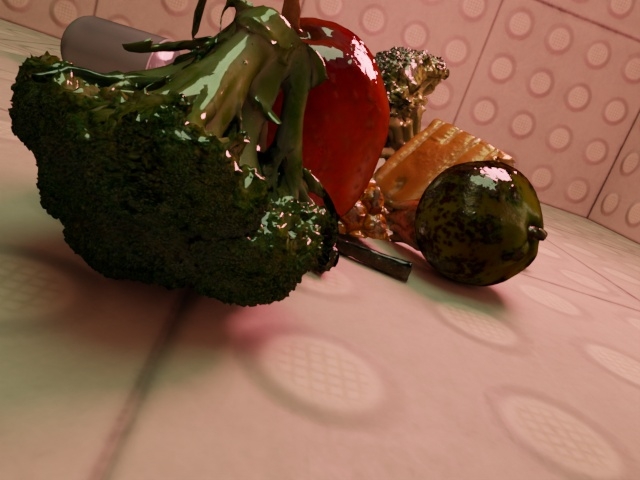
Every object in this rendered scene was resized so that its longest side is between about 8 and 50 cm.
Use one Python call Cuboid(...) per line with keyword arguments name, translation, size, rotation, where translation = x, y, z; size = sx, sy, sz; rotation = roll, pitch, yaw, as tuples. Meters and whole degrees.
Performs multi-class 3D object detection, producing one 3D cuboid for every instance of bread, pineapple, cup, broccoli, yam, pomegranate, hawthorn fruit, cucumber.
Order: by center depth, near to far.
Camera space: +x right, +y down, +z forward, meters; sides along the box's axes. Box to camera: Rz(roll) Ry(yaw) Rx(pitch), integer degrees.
Cuboid(name="broccoli", translation=(-0.126, -0.089, 0.498), size=(0.321, 0.284, 0.304), rotation=(30, -6, 21))
Cuboid(name="hawthorn fruit", translation=(-0.048, -0.183, 0.708), size=(0.286, 0.330, 0.287), rotation=(5, 42, -5))
Cuboid(name="cucumber", translation=(0.000, 0.000, 0.779), size=(0.053, 0.053, 0.181), rotation=(18, 15, -5))
Cuboid(name="yam", translation=(0.076, 0.028, 0.822), size=(0.129, 0.033, 0.027), rotation=(19, 42, 15))
Cuboid(name="pomegranate", translation=(0.234, -0.014, 0.915), size=(0.222, 0.276, 0.204), rotation=(31, 43, -44))
Cuboid(name="pineapple", translation=(0.022, -0.101, 0.952), size=(0.139, 0.164, 0.250), rotation=(1, 27, -28))
Cuboid(name="bread", translation=(0.257, -0.125, 1.160), size=(0.239, 0.246, 0.111), rotation=(43, -11, 43))
Cuboid(name="broccoli", translation=(0.195, -0.285, 1.310), size=(0.396, 0.353, 0.275), rotation=(20, 23, -40))
Cuboid(name="cup", translation=(-0.595, -0.540, 1.602), size=(0.312, 0.206, 0.205), rotation=(21, 16, 9))
